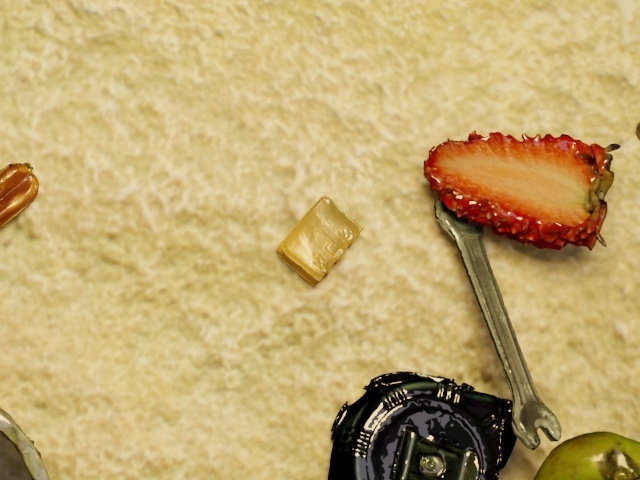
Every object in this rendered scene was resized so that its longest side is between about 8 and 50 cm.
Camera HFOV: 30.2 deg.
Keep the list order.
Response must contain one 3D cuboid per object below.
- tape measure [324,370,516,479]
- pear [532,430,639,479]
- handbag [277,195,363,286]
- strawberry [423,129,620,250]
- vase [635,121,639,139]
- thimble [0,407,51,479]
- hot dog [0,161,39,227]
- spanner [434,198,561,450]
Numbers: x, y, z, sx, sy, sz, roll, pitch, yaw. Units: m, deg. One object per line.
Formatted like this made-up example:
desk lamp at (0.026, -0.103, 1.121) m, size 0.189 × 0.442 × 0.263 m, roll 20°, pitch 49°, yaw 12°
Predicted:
tape measure at (0.101, 0.231, 1.189) m, size 0.186 × 0.112 × 0.199 m, roll 13°, pitch 74°, yaw -8°
pear at (0.282, 0.326, 1.138) m, size 0.176 × 0.286 × 0.282 m, roll -12°, pitch 81°, yaw 4°
handbag at (0.000, 0.000, 1.258) m, size 0.061 × 0.027 × 0.083 m, roll 42°, pitch 71°, yaw 0°
strawberry at (0.216, -0.058, 1.300) m, size 0.208 × 0.087 × 0.167 m, roll 16°, pitch 48°, yaw 7°
vase at (0.414, -0.150, 1.375) m, size 0.101 × 0.053 × 0.053 m, roll -43°, pitch 90°, yaw -14°
thimble at (-0.364, 0.257, 1.042) m, size 0.271 × 0.150 × 0.271 m, roll 2°, pitch 82°, yaw -16°
hot dog at (-0.333, -0.032, 1.186) m, size 0.122 × 0.037 × 0.049 m, roll -37°, pitch 100°, yaw -12°
spanner at (0.182, 0.078, 1.232) m, size 0.071 × 0.017 × 0.302 m, roll 9°, pitch 51°, yaw -38°
